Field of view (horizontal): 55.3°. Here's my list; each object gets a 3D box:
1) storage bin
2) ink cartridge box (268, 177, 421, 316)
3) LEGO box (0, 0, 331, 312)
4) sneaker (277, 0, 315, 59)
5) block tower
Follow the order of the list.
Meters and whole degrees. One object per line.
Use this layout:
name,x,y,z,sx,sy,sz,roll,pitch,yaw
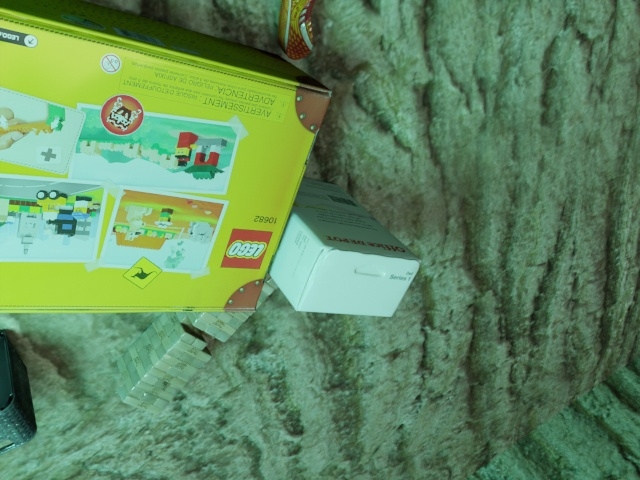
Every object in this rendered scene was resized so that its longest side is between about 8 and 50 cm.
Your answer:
storage bin,-0.514,0.237,0.921,0.122,0.180,0.084,-23,131,-17
ink cartridge box,0.000,0.000,1.017,0.201,0.278,0.117,8,116,-36
LEGO box,-0.283,-0.103,0.820,0.500,0.193,0.372,5,118,-35
sneaker,-0.035,-0.352,0.886,0.064,0.067,0.175,-8,138,-30
block tower,-0.229,0.157,1.110,0.335,0.097,0.091,-48,133,2
